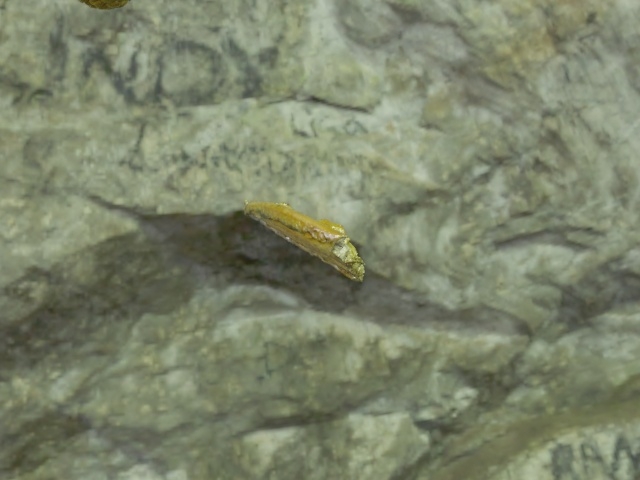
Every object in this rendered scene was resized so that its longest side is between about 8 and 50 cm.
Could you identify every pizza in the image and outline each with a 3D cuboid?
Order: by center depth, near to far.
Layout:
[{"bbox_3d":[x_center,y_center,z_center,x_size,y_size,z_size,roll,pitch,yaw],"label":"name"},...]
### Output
[{"bbox_3d":[0.000,0.000,0.705,0.123,0.026,0.108,23,-12,48],"label":"pizza"}]

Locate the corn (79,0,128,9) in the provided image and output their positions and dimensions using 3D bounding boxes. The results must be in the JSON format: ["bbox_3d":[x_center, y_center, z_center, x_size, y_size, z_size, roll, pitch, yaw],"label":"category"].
[{"bbox_3d":[-0.226,-0.296,0.811,0.097,0.097,0.261,-15,-22,9],"label":"corn"}]
